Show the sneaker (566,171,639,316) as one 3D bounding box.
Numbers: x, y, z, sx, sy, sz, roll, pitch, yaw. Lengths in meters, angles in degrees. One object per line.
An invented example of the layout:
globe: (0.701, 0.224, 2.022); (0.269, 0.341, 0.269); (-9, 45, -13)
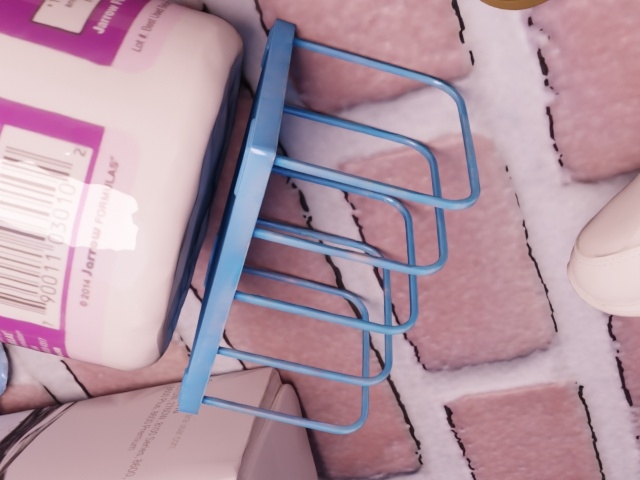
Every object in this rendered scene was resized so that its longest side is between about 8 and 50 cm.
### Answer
sneaker: (0.206, -0.091, 0.354); (0.152, 0.114, 0.305); (40, 120, -6)

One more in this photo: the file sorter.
file sorter: (0.000, 0.000, 0.431); (0.104, 0.118, 0.170); (13, 129, -8)

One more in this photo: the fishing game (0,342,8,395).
fishing game: (-0.307, 0.074, 0.579); (0.264, 0.041, 0.189); (-21, 131, 15)

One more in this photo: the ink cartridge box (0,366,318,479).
ink cartridge box: (-0.188, 0.273, 0.561); (0.394, 0.166, 0.286); (-12, 103, 8)

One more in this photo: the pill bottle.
pill bottle: (-0.198, -0.055, 0.377); (0.301, 0.169, 0.169); (15, 129, -4)

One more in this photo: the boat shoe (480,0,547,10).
boat shoe: (0.108, -0.163, 0.338); (0.056, 0.048, 0.153); (11, 137, -17)
